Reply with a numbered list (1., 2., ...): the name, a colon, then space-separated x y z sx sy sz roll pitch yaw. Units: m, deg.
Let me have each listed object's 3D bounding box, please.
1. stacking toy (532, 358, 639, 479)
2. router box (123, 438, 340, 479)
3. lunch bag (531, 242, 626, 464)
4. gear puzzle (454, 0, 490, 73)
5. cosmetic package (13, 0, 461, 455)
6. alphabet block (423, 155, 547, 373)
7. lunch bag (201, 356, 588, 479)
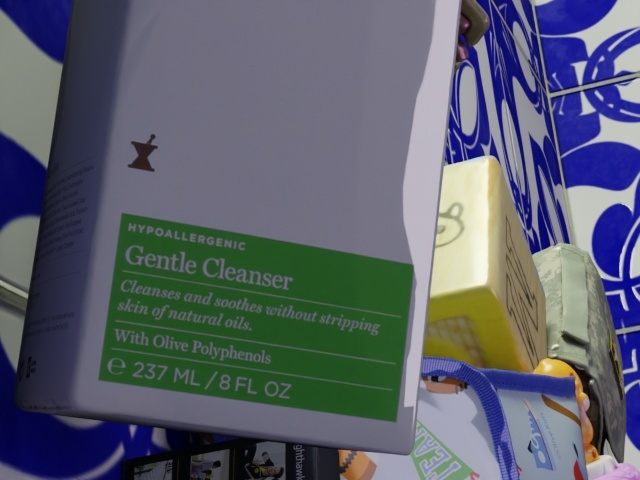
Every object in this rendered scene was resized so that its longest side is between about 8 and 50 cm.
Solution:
1. stacking toy: 0.235 0.245 1.432 0.175 0.165 0.302 -15 84 -50
2. router box: -0.054 0.208 1.016 0.046 0.133 0.179 55 28 -52
3. lunch bag: 0.226 0.171 1.742 0.235 0.169 0.287 -73 -178 -60
4. gear puzzle: -0.005 -0.127 1.284 0.044 0.339 0.175 -32 78 -33
5. cosmetic package: -0.042 -0.074 0.942 0.155 0.197 0.366 167 -70 -68
6. alphabet block: 0.097 0.070 1.540 0.197 0.192 0.193 -83 153 -52
7. lunch bag: 0.066 0.259 1.237 0.385 0.239 0.328 14 64 -56
